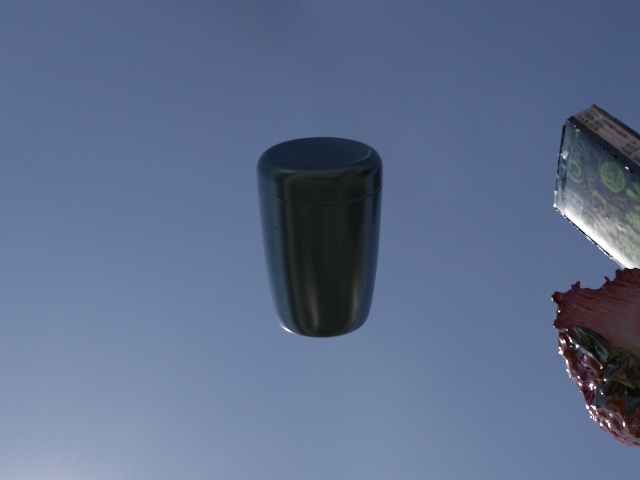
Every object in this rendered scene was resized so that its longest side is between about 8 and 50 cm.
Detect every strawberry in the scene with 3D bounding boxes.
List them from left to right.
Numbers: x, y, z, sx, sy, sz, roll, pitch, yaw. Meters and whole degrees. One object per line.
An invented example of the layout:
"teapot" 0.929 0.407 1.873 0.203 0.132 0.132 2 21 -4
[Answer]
"strawberry" 0.278 0.111 0.694 0.236 0.175 0.107 -5 -62 -42

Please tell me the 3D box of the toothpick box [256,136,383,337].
"toothpick box" 0.000 0.000 0.799 0.120 0.120 0.184 -1 -67 -2

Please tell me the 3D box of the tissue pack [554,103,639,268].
"tissue pack" 0.399 -0.045 1.034 0.073 0.235 0.173 -27 -41 -15
